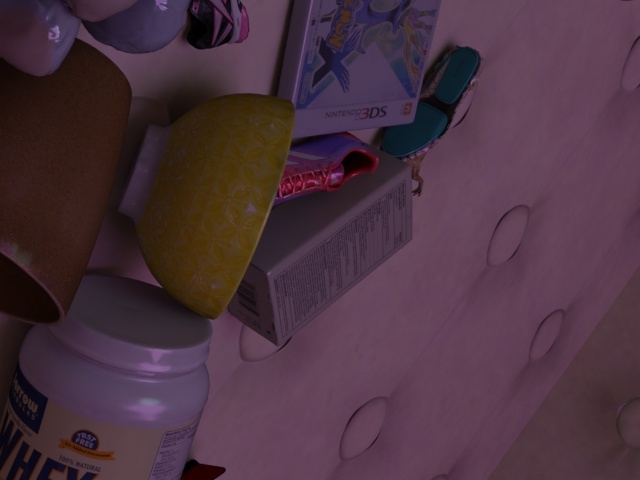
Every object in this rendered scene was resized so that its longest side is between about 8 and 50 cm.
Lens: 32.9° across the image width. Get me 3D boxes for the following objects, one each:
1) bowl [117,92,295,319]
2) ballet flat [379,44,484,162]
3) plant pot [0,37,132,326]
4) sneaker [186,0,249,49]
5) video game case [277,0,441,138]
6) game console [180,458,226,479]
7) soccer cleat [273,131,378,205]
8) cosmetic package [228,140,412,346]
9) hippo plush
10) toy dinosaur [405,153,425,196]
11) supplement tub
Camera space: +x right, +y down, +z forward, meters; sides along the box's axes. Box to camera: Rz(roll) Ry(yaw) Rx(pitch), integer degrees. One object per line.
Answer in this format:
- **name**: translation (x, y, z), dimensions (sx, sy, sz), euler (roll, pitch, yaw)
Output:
- **bowl**: translation (-0.156, -0.062, 1.322), dimensions (0.156, 0.289, 0.289), euler (19, 103, -12)
- **ballet flat**: translation (0.185, -0.210, 1.757), dimensions (0.241, 0.091, 0.077), euler (-49, 166, -9)
- **plant pot**: translation (-0.307, -0.082, 1.107), dimensions (0.254, 0.237, 0.237), euler (-65, 151, -24)
- **sneaker**: translation (-0.135, -0.299, 1.276), dimensions (0.077, 0.072, 0.178), euler (-29, 132, -22)
- **video game case**: translation (0.069, -0.314, 1.544), dimensions (0.300, 0.036, 0.329), euler (-13, 122, -47)
- **game console**: translation (-0.225, 0.413, 1.691), dimensions (0.144, 0.085, 0.124), euler (-27, 135, -38)
- **soccer cleat**: translation (-0.024, -0.095, 1.553), dimensions (0.248, 0.095, 0.083), euler (-28, 135, -39)
- **cosmetic package**: translation (0.000, 0.000, 1.644), dimensions (0.309, 0.113, 0.160), euler (-37, 141, -31)
- **hippo plush**: translation (-0.248, -0.289, 1.055), dimensions (0.236, 0.234, 0.294), euler (4, 72, -71)
- **toy dinosaur**: translation (0.151, -0.125, 1.800), dimensions (0.183, 0.053, 0.092), euler (-35, 138, -32)
- **supplement tub**: translation (-0.275, 0.229, 1.347), dimensions (0.235, 0.235, 0.325), euler (-3, 117, -52)
